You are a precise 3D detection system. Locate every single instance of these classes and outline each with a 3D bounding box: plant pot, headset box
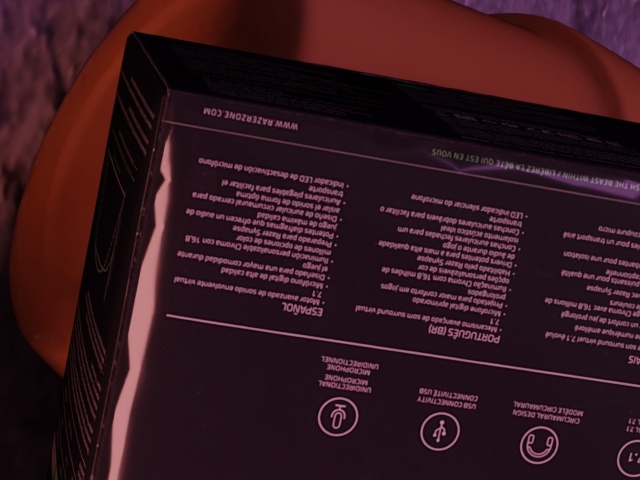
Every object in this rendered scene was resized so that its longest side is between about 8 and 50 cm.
[{"bbox_3d":[0.000,0.000,0.785,0.203,0.291,0.291,30,66,-32],"label":"plant pot"},{"bbox_3d":[0.032,0.093,0.614,0.246,0.131,0.283,8,102,-13],"label":"headset box"}]
